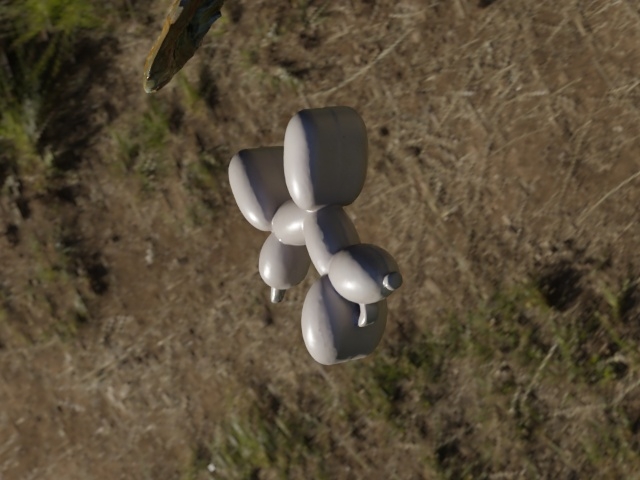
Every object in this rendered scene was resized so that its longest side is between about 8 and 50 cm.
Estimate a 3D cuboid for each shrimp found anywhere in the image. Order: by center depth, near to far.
[{"bbox_3d":[-0.097,-0.188,0.918,0.042,0.101,0.190,30,136,-5],"label":"shrimp"}]

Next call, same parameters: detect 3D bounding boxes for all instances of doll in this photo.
[{"bbox_3d":[0.000,0.000,0.757,0.161,0.059,0.160,-21,79,59],"label":"doll"}]
